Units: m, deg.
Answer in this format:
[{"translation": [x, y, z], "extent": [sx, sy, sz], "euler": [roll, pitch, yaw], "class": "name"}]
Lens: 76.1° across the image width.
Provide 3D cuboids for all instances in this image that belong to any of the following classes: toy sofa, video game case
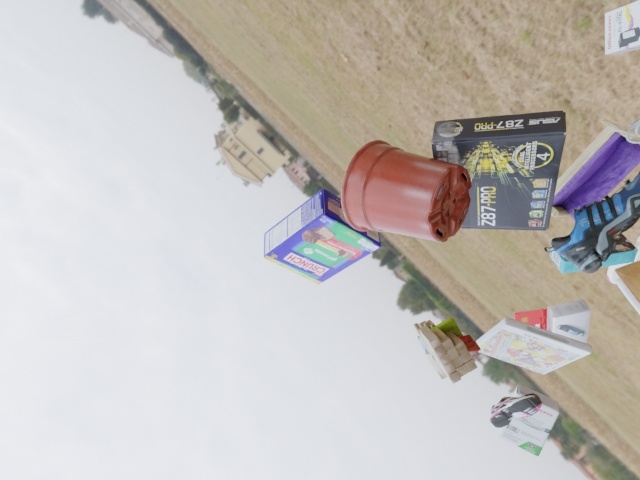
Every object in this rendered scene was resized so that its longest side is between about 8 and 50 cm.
[{"translation": [0.982, -0.239, 1.482], "extent": [0.150, 0.363, 0.177], "euler": [-3, -135, -44], "class": "toy sofa"}, {"translation": [0.540, 0.282, 1.074], "extent": [0.206, 0.026, 0.227], "euler": [18, 151, 8], "class": "video game case"}]

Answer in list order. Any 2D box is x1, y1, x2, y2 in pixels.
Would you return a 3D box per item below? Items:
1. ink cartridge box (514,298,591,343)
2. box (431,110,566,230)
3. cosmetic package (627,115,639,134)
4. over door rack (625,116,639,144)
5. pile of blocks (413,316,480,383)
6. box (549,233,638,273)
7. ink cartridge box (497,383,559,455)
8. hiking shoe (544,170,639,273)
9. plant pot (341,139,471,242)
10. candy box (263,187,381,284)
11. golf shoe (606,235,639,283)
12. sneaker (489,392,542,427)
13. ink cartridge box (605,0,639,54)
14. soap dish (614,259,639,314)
[{"translation": [0.940, 0.384, 1.670], "extent": [0.066, 0.261, 0.296], "euler": [-90, -18, -52], "class": "ink cartridge box"}, {"translation": [0.506, -0.181, 1.187], "extent": [0.318, 0.097, 0.395], "euler": [4, 147, 24], "class": "box"}, {"translation": [1.154, -0.425, 1.463], "extent": [0.041, 0.060, 0.115], "euler": [38, 143, 21], "class": "cosmetic package"}, {"translation": [0.896, -0.368, 0.955], "extent": [0.108, 0.324, 0.239], "euler": [42, -158, 16], "class": "over door rack"}, {"translation": [0.313, 0.249, 0.998], "extent": [0.149, 0.112, 0.362], "euler": [60, -179, 20], "class": "pile of blocks"}, {"translation": [0.965, 0.045, 1.455], "extent": [0.101, 0.244, 0.060], "euler": [-93, -10, -52], "class": "box"}, {"translation": [0.788, 0.678, 1.554], "extent": [0.153, 0.209, 0.087], "euler": [22, -161, 22], "class": "ink cartridge box"}, {"translation": [0.718, -0.070, 1.034], "extent": [0.132, 0.304, 0.113], "euler": [39, -178, 34], "class": "hiking shoe"}, {"translation": [0.244, -0.124, 1.121], "extent": [0.265, 0.272, 0.272], "euler": [21, 168, 43], "class": "plant pot"}, {"translation": [0.000, 0.000, 1.412], "extent": [0.268, 0.317, 0.122], "euler": [28, -135, -33], "class": "candy box"}, {"translation": [1.417, 0.084, 1.815], "extent": [0.115, 0.306, 0.140], "euler": [32, -157, -2], "class": "golf shoe"}, {"translation": [0.640, 0.547, 1.364], "extent": [0.072, 0.178, 0.077], "euler": [50, -155, -9], "class": "sneaker"}, {"translation": [0.954, -0.643, 1.219], "extent": [0.175, 0.072, 0.128], "euler": [-156, 56, -70], "class": "ink cartridge box"}, {"translation": [1.009, 0.156, 1.119], "extent": [0.290, 0.118, 0.229], "euler": [3, -136, -10], "class": "soap dish"}]
